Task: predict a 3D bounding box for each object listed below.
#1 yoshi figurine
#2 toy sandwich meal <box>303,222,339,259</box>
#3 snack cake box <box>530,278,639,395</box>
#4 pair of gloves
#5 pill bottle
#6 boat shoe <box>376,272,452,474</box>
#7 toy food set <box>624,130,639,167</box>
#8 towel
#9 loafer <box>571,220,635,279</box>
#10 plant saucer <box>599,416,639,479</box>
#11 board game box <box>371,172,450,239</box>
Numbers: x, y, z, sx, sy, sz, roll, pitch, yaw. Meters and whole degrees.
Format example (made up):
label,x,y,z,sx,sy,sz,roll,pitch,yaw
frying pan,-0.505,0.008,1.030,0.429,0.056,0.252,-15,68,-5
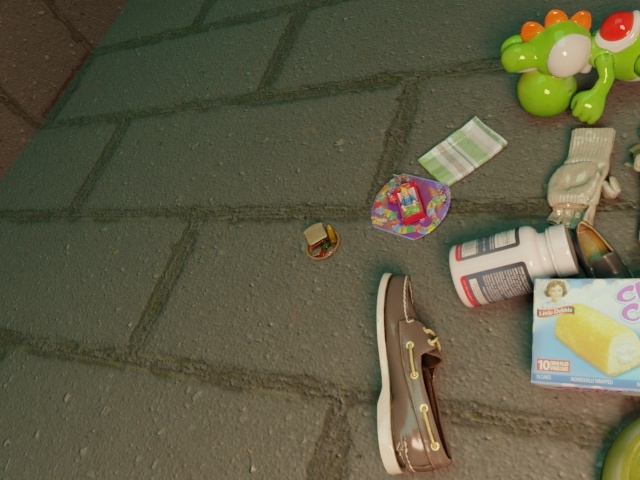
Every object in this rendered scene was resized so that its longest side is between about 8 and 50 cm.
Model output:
label,x,y,z,sx,sy,sz,roll,pitch,yaw
yoshi figurine,0.519,-0.314,1.147,0.362,0.203,0.203,2,96,16
toy sandwich meal,0.000,0.000,1.273,0.086,0.029,0.085,-17,48,20
snack cake box,0.429,0.131,0.838,0.264,0.089,0.152,-3,71,31
pair of gloves,0.498,-0.100,1.019,0.240,0.042,0.204,14,73,41
pill bottle,0.307,0.037,0.990,0.180,0.108,0.108,-17,48,26
boat shoe,0.144,0.194,0.973,0.097,0.116,0.324,-10,54,19
toy food set,0.574,-0.161,1.058,0.078,0.019,0.122,25,71,42
towel,0.282,-0.179,1.250,0.152,0.023,0.113,-36,44,2
loafer,0.434,0.042,0.950,0.062,0.061,0.170,-29,46,6
plant saucer,0.447,0.290,0.708,0.241,0.037,0.241,-17,45,18
board game box,0.168,-0.076,1.220,0.169,0.033,0.133,21,74,41
